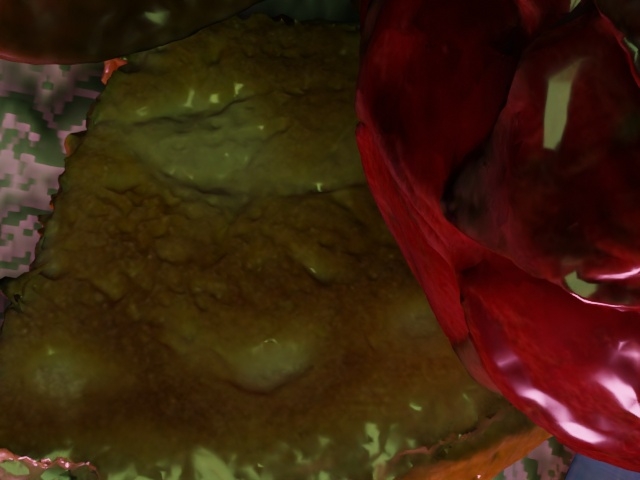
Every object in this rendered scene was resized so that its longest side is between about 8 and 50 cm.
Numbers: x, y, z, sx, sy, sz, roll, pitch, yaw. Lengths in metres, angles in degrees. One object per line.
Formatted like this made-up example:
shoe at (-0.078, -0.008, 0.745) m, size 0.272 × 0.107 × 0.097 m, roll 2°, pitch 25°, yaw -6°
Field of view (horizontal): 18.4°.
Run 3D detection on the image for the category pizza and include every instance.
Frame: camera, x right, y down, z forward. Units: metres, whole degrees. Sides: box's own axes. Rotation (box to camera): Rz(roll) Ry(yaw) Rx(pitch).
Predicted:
pizza at (0.000, 0.000, 0.729) m, size 0.335 × 0.086 × 0.226 m, roll -29°, pitch 61°, yaw -22°

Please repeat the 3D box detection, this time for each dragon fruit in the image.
dragon fruit at (0.130, -0.055, 0.595) m, size 0.244 × 0.299 × 0.244 m, roll -3°, pitch 126°, yaw -4°

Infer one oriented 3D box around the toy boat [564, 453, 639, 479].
toy boat at (0.127, 0.190, 0.800) m, size 0.098 × 0.109 × 0.238 m, roll 7°, pitch 105°, yaw -37°

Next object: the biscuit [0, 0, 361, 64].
biscuit at (-0.026, -0.228, 0.665) m, size 0.394 × 0.070 × 0.350 m, roll -32°, pitch 120°, yaw -13°
